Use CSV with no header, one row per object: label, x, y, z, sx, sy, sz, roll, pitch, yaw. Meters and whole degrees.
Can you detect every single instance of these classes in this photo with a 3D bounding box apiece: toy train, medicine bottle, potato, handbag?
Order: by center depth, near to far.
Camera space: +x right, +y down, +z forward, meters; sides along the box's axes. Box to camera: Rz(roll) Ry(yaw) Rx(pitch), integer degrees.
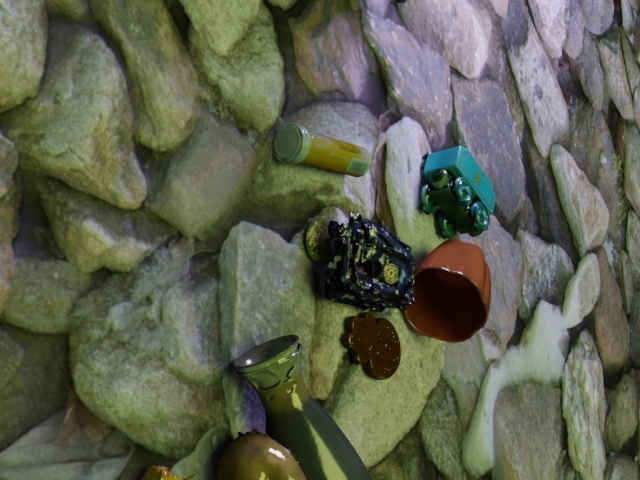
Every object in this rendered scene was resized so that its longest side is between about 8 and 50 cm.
potato,-0.079,0.421,1.351,0.098,0.138,0.243,-24,89,-50
medicine bottle,0.008,-0.163,1.625,0.218,0.073,0.074,9,78,-51
handbag,0.097,0.049,1.664,0.260,0.113,0.162,25,61,-51
toy train,0.308,-0.107,1.939,0.203,0.112,0.163,49,45,-36

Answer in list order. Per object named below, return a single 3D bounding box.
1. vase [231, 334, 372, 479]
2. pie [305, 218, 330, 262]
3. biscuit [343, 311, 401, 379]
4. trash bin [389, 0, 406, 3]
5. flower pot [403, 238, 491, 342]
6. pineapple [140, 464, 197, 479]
vase,-0.031,0.325,1.443,0.173,0.173,0.321,-29,102,-48
pie,0.000,0.000,1.629,0.085,0.017,0.085,11,76,-49
biscuit,0.103,0.205,1.716,0.175,0.026,0.124,37,57,-41
trash bin,0.086,-0.611,1.658,0.367,0.255,0.296,-19,101,-43
flower pot,0.278,0.095,1.836,0.191,0.190,0.173,66,31,-19
pineapple,-0.221,0.454,1.259,0.135,0.079,0.233,38,57,-43
